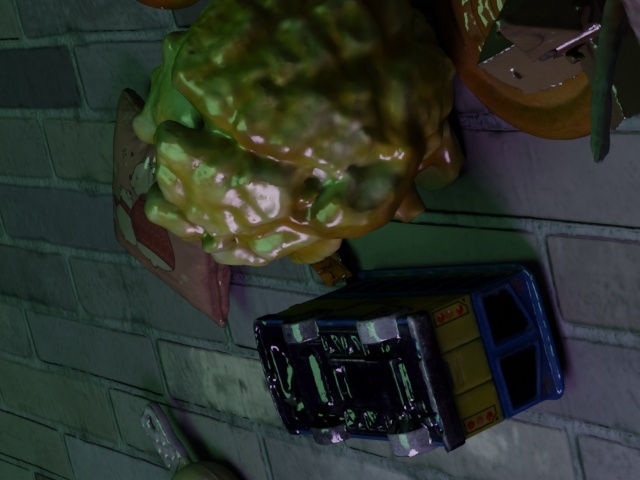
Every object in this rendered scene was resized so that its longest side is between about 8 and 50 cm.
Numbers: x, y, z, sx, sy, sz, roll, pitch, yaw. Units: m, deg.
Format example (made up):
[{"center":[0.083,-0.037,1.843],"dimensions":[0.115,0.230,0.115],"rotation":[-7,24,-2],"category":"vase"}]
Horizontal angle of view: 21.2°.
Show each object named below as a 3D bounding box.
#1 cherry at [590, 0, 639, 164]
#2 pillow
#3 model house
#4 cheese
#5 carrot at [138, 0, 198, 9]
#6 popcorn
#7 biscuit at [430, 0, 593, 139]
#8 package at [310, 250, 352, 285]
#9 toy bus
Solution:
[{"center":[0.302,-0.234,1.023],"dimensions":[0.335,0.291,0.326],"rotation":[-8,140,17],"category":"cherry"},{"center":[-0.180,-0.037,2.036],"dimensions":[0.236,0.084,0.223],"rotation":[43,141,40],"category":"pillow"},{"center":[0.178,-0.164,1.247],"dimensions":[0.176,0.248,0.180],"rotation":[-26,85,39],"category":"model house"},{"center":[-0.157,0.335,2.227],"dimensions":[0.286,0.082,0.163],"rotation":[55,145,24],"category":"cheese"},{"center":[-0.106,-0.335,1.564],"dimensions":[0.302,0.139,0.138],"rotation":[-81,4,-47],"category":"carrot"},{"center":[-0.021,-0.123,1.534],"dimensions":[0.274,0.335,0.279],"rotation":[21,137,16],"category":"popcorn"},{"center":[0.176,-0.208,1.457],"dimensions":[0.262,0.037,0.262],"rotation":[33,134,42],"category":"biscuit"},{"center":[-0.001,0.001,1.842],"dimensions":[0.077,0.033,0.110],"rotation":[-14,101,48],"category":"package"},{"center":[0.078,0.111,1.656],"dimensions":[0.288,0.175,0.138],"rotation":[-4,105,57],"category":"toy bus"}]
